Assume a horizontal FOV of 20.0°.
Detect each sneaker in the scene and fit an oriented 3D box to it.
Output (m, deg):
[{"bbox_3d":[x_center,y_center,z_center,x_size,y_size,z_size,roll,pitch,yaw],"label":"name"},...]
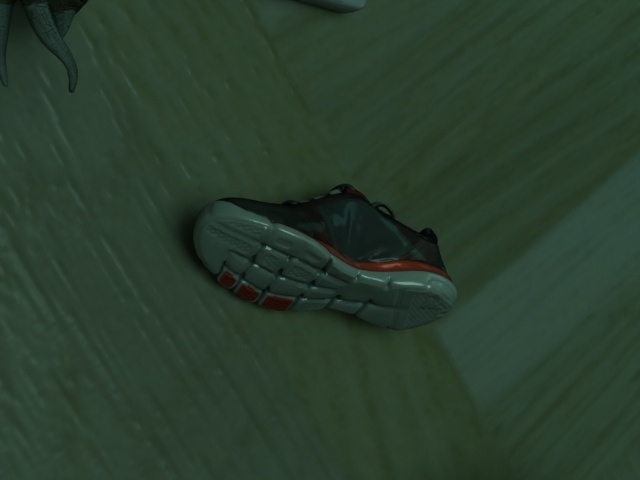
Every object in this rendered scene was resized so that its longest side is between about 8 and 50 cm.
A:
[{"bbox_3d":[0.000,0.000,0.958,0.158,0.061,0.065,20,49,-32],"label":"sneaker"}]

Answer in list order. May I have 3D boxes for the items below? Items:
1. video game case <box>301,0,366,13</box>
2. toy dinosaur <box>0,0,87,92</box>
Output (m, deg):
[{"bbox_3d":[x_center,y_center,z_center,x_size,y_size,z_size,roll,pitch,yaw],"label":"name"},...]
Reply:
[{"bbox_3d":[-0.054,-0.229,0.946,0.201,0.023,0.183,11,81,-32],"label":"video game case"},{"bbox_3d":[-0.206,-0.200,0.772,0.313,0.121,0.160,24,76,-26],"label":"toy dinosaur"}]
